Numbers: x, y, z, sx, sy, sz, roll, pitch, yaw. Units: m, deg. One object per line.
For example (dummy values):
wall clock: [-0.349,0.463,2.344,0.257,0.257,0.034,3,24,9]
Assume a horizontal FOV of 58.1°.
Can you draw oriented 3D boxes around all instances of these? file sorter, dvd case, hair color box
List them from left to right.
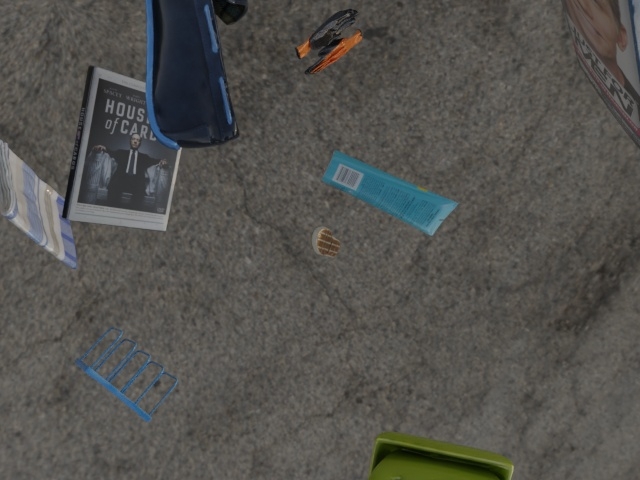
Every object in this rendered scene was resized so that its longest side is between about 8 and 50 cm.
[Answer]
file sorter: [-0.402,0.274,1.204,0.170,0.118,0.104,48,65,-22]
dvd case: [-0.312,-0.141,0.943,0.179,0.030,0.238,7,96,-49]
hair color box: [0.306,-0.233,0.547,0.105,0.173,0.347,-30,148,19]

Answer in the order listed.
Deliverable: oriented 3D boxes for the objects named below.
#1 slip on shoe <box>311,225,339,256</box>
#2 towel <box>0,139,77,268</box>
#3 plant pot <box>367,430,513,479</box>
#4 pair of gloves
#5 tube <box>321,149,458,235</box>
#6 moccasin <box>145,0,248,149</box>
slip on shoe: [0.000,0.000,1.090,0.051,0.041,0.135,-67,161,-1]
towel: [-0.643,-0.075,1.313,0.034,0.209,0.285,-22,152,-3]
plant pot: [0.153,0.410,0.800,0.228,0.207,0.227,9,123,8]
pair of gloves: [0.009,-0.205,0.599,0.074,0.083,0.010,-36,80,5]
tube: [0.104,-0.075,0.904,0.207,0.052,0.080,25,140,-5]
moccasin: [-0.142,-0.280,0.694,0.117,0.138,0.341,1,98,-4]
